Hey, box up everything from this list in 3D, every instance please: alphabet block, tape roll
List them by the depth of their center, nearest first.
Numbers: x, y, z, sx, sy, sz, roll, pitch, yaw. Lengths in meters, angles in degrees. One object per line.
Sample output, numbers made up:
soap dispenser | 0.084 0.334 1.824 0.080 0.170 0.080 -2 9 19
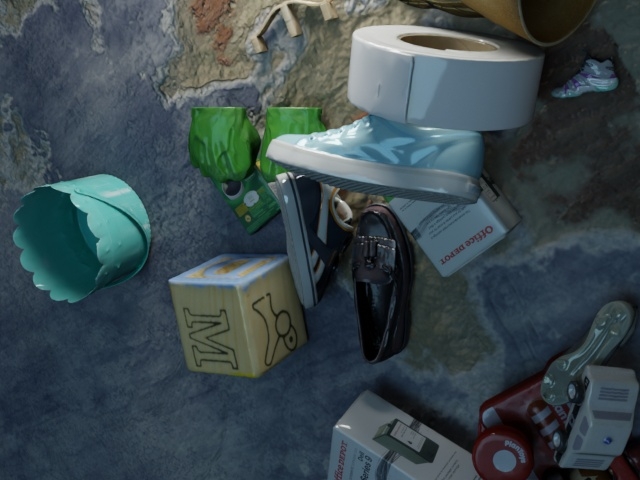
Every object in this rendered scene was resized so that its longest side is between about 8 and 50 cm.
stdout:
tape roll | 0.182 -0.247 1.186 0.286 0.286 0.100 18 117 26
alphabet block | -0.163 0.145 1.618 0.193 0.192 0.197 1 107 35

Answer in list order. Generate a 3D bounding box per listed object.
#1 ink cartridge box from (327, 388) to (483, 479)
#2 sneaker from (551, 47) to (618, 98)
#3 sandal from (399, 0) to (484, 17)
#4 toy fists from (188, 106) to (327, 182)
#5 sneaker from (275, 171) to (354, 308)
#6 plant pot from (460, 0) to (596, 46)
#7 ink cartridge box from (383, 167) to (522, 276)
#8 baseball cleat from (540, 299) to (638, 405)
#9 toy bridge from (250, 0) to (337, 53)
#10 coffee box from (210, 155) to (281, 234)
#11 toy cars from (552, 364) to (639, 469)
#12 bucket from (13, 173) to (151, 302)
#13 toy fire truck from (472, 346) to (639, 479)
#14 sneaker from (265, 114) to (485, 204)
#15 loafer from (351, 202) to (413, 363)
ink cartridge box | 0.162 0.452 1.529 0.289 0.121 0.211 28 137 24
sneaker | 0.395 -0.254 1.203 0.098 0.038 0.069 -8 102 25
sandal | 0.198 -0.392 1.266 0.180 0.072 0.049 20 96 30
toy fists | -0.117 -0.178 1.499 0.279 0.096 0.142 3 98 12
sneaker | 0.000 0.000 1.489 0.321 0.127 0.126 85 165 -46
plant pot | 0.249 -0.424 1.133 0.254 0.237 0.237 30 122 37
ink cartridge box | 0.215 -0.066 1.355 0.153 0.087 0.208 -39 84 36
baseball cleat | 0.441 0.186 1.279 0.206 0.109 0.072 -54 54 20
toy bridge | -0.053 -0.399 1.441 0.188 0.026 0.063 -16 97 36
coffee box | -0.151 -0.116 1.601 0.113 0.040 0.184 -38 86 35
toy cars | 0.508 0.226 1.198 0.393 0.087 0.176 -39 112 13
bucket | -0.530 -0.013 1.798 0.281 0.183 0.281 13 115 29
toy fire truck | 0.415 0.365 1.357 0.253 0.169 0.302 -34 87 17
sneaker | 0.091 -0.154 1.284 0.365 0.135 0.150 11 84 21
loafer | 0.109 0.086 1.475 0.109 0.095 0.303 5 110 32
